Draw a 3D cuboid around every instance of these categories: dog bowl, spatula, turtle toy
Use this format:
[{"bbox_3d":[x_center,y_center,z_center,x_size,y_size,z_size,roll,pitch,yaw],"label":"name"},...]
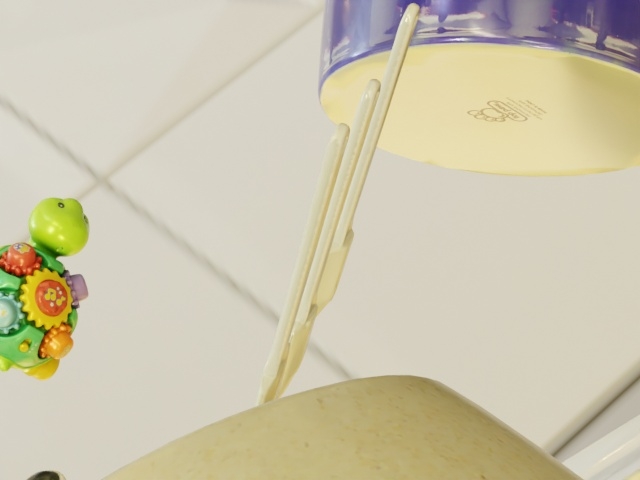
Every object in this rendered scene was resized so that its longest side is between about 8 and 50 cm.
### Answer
[{"bbox_3d":[0.131,-0.134,1.305,0.265,0.104,0.265,6,164,2],"label":"dog bowl"},{"bbox_3d":[0.000,0.000,0.978,0.019,0.168,0.242,21,130,7],"label":"spatula"},{"bbox_3d":[-0.197,0.030,1.289,0.095,0.130,0.066,32,149,-35],"label":"turtle toy"}]

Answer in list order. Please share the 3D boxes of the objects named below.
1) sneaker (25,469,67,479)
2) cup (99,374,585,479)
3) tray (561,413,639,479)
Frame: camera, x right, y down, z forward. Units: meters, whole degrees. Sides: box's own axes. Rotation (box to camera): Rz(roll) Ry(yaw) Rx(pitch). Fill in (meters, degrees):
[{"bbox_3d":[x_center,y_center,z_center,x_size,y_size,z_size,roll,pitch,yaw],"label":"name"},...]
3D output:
[{"bbox_3d":[-0.022,0.193,1.219,0.145,0.385,0.147,112,149,-47],"label":"sneaker"},{"bbox_3d":[0.013,0.188,0.651,0.331,0.331,0.237,95,152,-68],"label":"cup"},{"bbox_3d":[0.265,0.179,1.557,0.030,0.270,0.145,51,-154,-4],"label":"tray"}]
